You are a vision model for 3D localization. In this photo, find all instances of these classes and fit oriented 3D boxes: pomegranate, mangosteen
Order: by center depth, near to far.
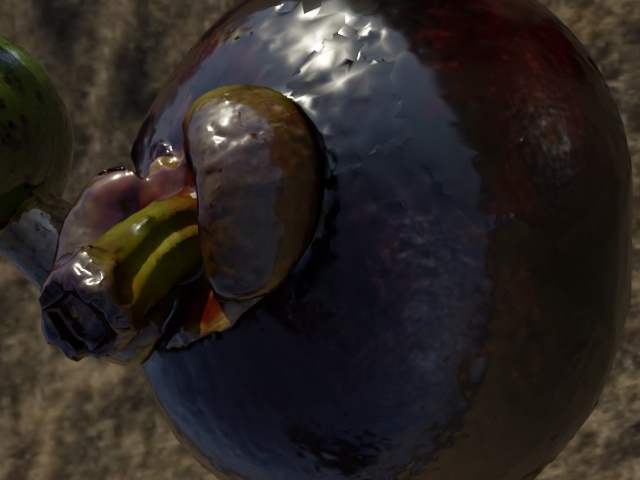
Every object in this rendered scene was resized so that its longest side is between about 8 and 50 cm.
[{"bbox_3d":[0.012,0.002,0.698,0.297,0.293,0.297,179,90,-83],"label":"mangosteen"},{"bbox_3d":[-0.252,-0.046,0.980,0.248,0.202,0.202,38,132,9],"label":"pomegranate"}]
